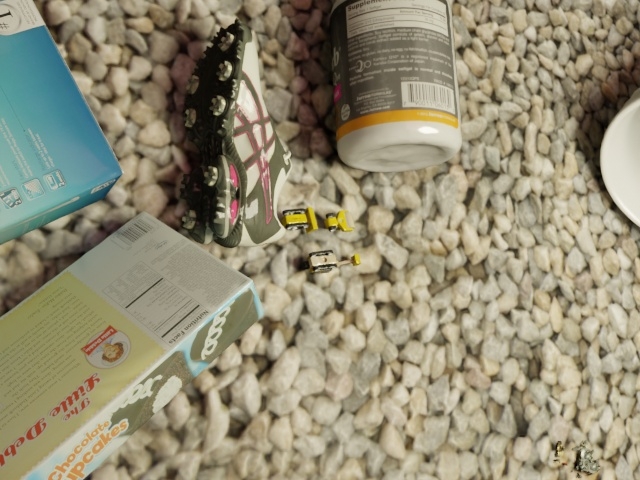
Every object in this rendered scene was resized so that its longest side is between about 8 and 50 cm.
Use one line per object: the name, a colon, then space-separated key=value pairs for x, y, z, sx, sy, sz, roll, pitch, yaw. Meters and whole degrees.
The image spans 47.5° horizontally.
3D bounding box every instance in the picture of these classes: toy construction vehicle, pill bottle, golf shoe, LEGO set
toy construction vehicle: x=0.000 y=0.000 z=0.930 sx=0.098 sy=0.035 sz=0.086 roll=-8 pitch=72 yaw=-29
pill bottle: x=0.095 y=-0.240 z=0.948 sx=0.162 sy=0.162 sz=0.279 roll=2 pitch=78 yaw=-25
golf shoe: x=-0.098 y=-0.125 z=0.882 sx=0.120 sy=0.105 sz=0.273 roll=9 pitch=81 yaw=-40
LEGO set: x=0.375 y=0.315 z=1.045 sx=0.083 sy=0.023 sz=0.054 roll=5 pitch=78 yaw=-24

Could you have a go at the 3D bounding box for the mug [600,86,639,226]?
mug: x=0.647 y=-0.148 z=1.156 sx=0.328 sy=0.276 sz=0.374 roll=-43 pitch=129 yaw=-33

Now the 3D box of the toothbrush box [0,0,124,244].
toothbrush box: x=-0.382 y=-0.087 z=0.710 sx=0.295 sy=0.126 sz=0.216 roll=-30 pitch=94 yaw=-28

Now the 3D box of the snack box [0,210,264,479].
snack box: x=-0.234 y=0.116 z=0.715 sx=0.322 sy=0.187 sz=0.060 roll=-41 pitch=141 yaw=-26
